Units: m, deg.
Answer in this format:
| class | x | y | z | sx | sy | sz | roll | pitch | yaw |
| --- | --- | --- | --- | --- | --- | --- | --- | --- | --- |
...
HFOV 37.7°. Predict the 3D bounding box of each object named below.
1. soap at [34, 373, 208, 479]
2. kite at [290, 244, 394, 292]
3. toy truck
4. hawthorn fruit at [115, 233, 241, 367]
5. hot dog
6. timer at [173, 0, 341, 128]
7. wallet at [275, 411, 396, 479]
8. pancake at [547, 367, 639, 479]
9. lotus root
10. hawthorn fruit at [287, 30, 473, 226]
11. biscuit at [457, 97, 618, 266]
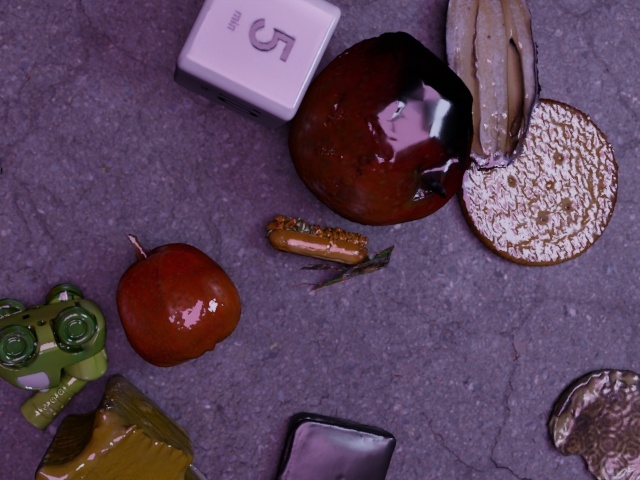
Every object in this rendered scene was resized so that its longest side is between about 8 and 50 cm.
| class | x | y | z | sx | sy | sz | roll | pitch | yaw |
| --- | --- | --- | --- | --- | --- | --- | --- | --- | --- |
| soap | -0.260 | 0.372 | 1.398 | 0.169 | 0.338 | 0.304 | -45 | 98 | -5 |
| kite | 0.036 | 0.046 | 1.533 | 0.198 | 0.244 | 0.006 | -29 | 72 | 32 |
| toy truck | -0.414 | 0.176 | 1.470 | 0.187 | 0.148 | 0.211 | -31 | 117 | -12 |
| hawthorn fruit | -0.238 | 0.084 | 1.474 | 0.196 | 0.196 | 0.225 | -34 | 88 | -8 |
| hot dog | 0.000 | 0.000 | 1.569 | 0.188 | 0.072 | 0.055 | 11 | 110 | -10 |
| timer | -0.104 | -0.306 | 1.479 | 0.195 | 0.192 | 0.194 | 26 | 87 | -10 |
| wallet | -0.007 | 0.489 | 1.596 | 0.197 | 0.051 | 0.378 | 15 | 90 | -14 |
| pancake | 0.537 | 0.381 | 1.706 | 0.288 | 0.033 | 0.286 | 27 | 88 | -10 |
| lotus root | 0.286 | -0.274 | 1.598 | 0.167 | 0.078 | 0.329 | 3 | 81 | -4 |
| hawthorn fruit | 0.100 | -0.173 | 1.469 | 0.316 | 0.316 | 0.316 | 0 | 92 | -11 |
| biscuit | 0.385 | -0.102 | 1.657 | 0.305 | 0.038 | 0.305 | 0 | 92 | -10 |
